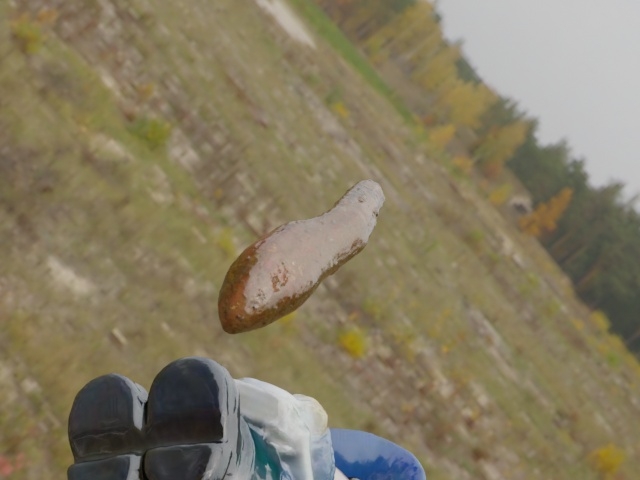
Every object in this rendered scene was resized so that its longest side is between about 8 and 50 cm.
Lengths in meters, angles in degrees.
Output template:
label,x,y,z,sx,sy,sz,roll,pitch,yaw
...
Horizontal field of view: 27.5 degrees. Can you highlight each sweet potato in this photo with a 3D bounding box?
label,x,y,z,sx,sy,sz,roll,pitch,yaw
sweet potato,0.000,0.000,0.853,0.050,0.050,0.214,50,39,1

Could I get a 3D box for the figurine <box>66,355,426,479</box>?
label,x,y,z,sx,sy,sz,roll,pitch,yaw
figurine,-0.016,0.084,0.364,0.136,0.077,0.079,42,38,-64
